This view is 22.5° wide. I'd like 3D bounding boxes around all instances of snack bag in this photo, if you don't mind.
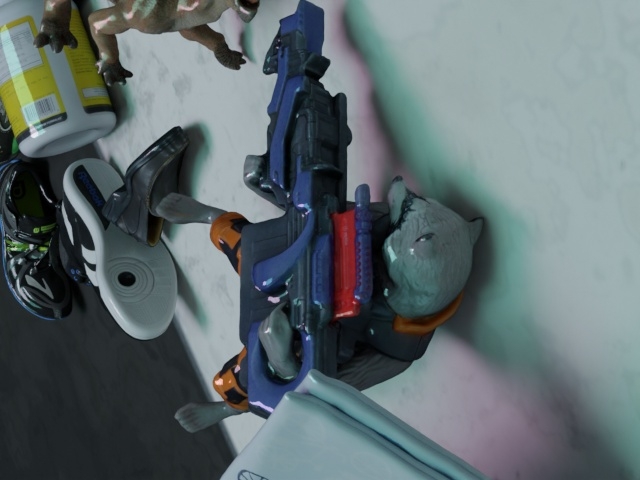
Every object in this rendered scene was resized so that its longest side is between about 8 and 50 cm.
[{"bbox_3d":[0.076,0.253,1.164,0.342,0.037,0.323,33,144,-2],"label":"snack bag"}]

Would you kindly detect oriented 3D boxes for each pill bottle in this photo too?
[{"bbox_3d":[-0.280,-0.184,1.616,0.103,0.103,0.184,-28,80,58],"label":"pill bottle"}]

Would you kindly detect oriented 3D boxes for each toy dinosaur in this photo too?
[{"bbox_3d":[-0.147,-0.242,1.305,0.296,0.127,0.200,30,131,15],"label":"toy dinosaur"}]

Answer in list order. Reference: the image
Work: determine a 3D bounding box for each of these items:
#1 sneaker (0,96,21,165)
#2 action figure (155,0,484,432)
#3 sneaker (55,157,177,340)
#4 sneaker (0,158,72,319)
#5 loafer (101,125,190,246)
[{"bbox_3d":[-0.391,-0.244,1.720,0.134,0.146,0.343,4,108,57],"label":"sneaker"},{"bbox_3d":[0.000,0.000,1.270,0.330,0.178,0.341,-9,72,51],"label":"action figure"},{"bbox_3d":[-0.209,0.032,1.645,0.217,0.079,0.121,65,152,29],"label":"sneaker"},{"bbox_3d":[-0.322,-0.001,1.804,0.078,0.067,0.188,-16,88,65],"label":"sneaker"},{"bbox_3d":[-0.153,-0.052,1.536,0.061,0.062,0.170,45,148,3],"label":"loafer"}]
